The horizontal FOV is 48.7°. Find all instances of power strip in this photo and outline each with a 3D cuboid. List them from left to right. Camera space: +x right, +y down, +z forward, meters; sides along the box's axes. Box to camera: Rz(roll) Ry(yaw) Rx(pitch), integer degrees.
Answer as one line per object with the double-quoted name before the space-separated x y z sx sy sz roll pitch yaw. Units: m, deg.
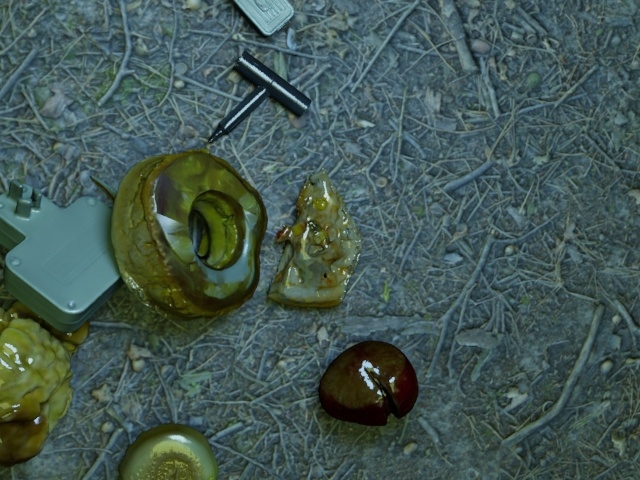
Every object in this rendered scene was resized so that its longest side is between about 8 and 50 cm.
"power strip" -0.473 -0.001 1.282 0.261 0.141 0.229 37 48 2

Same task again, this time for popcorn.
"popcorn" -0.554 0.238 1.265 0.225 0.265 0.332 24 62 12

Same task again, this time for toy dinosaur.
"toy dinosaur" -0.381 -0.051 1.386 0.188 0.044 0.106 18 111 9

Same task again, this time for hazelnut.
"hazelnut" 0.096 0.303 1.465 0.204 0.178 0.177 -23 97 -6

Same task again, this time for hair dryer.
"hair dryer" -0.138 -0.258 1.443 0.173 0.050 0.194 33 89 -11

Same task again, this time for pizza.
"pizza" 0.000 0.000 1.469 0.189 0.071 0.296 16 88 -13

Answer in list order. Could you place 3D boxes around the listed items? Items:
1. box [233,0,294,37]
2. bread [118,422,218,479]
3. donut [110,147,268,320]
"box" -0.119 -0.470 1.424 0.084 0.069 0.122 -43 100 -6
"bread" -0.300 0.466 1.400 0.214 0.105 0.213 -1 96 -12
"donut" -0.226 -0.014 1.330 0.330 0.160 0.329 10 77 -50
